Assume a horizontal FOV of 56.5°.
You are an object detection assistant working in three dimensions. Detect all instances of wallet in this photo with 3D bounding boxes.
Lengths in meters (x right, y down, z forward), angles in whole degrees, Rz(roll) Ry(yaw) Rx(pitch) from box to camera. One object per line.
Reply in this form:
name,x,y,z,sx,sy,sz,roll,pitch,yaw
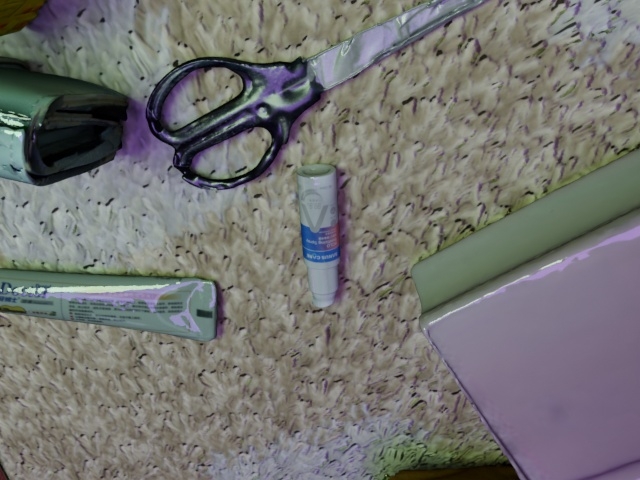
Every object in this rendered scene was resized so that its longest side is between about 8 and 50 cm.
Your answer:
wallet,-0.280,-0.100,0.416,0.250,0.176,0.075,12,104,-1

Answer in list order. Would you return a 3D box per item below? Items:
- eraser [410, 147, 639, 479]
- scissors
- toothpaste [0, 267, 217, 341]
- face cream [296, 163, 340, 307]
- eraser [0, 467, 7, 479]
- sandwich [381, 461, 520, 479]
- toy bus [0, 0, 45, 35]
eraser,0.294,0.059,0.472,0.359,0.122,0.272,-31,108,18
scissors,0.004,-0.130,0.458,0.300,0.022,0.109,-22,116,15
toothpaste,-0.224,0.056,0.565,0.255,0.037,0.067,6,111,-1
face cream,0.000,0.000,0.516,0.034,0.034,0.130,0,117,6
eraser,-0.407,0.256,0.687,0.052,0.029,0.122,-7,116,9
sandwich,0.170,0.331,0.546,0.227,0.198,0.155,5,108,-9
toy bus,-0.289,-0.283,0.341,0.152,0.144,0.330,-29,112,18
